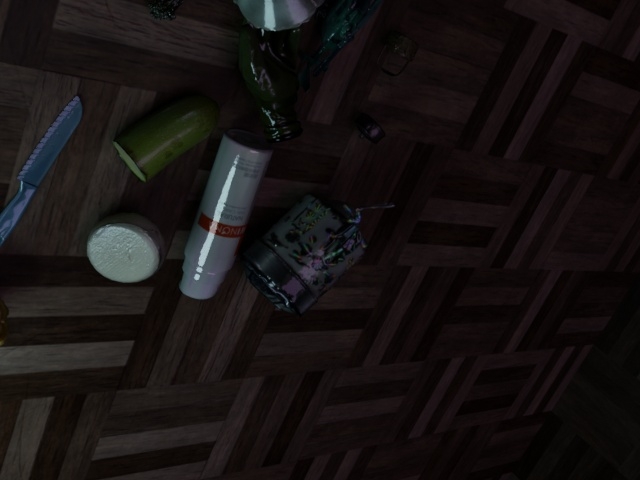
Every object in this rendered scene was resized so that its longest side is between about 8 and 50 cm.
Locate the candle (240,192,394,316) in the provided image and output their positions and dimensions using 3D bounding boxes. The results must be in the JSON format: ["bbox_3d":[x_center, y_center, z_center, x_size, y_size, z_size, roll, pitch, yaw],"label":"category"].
[{"bbox_3d":[0.000,0.000,1.613,0.330,0.187,0.187,-43,140,-7],"label":"candle"}]

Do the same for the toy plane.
[{"bbox_3d":[0.027,-0.373,1.402,0.060,0.096,0.235,12,131,-43],"label":"toy plane"}]

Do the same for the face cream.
[{"bbox_3d":[-0.189,-0.038,1.483,0.102,0.102,0.345,0,121,-41],"label":"face cream"}]

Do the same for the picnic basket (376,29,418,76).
[{"bbox_3d":[0.150,-0.365,1.532,0.072,0.072,0.083,17,111,-47],"label":"picnic basket"}]

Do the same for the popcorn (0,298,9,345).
[{"bbox_3d":[-0.605,0.140,1.231,0.194,0.163,0.140,-10,107,-2],"label":"popcorn"}]

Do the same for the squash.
[{"bbox_3d":[-0.253,-0.188,1.320,0.188,0.095,0.095,-39,140,-14],"label":"squash"}]

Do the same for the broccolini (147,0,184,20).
[{"bbox_3d":[-0.186,-0.425,1.220,0.042,0.044,0.218,44,86,-10],"label":"broccolini"}]

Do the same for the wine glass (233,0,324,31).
[{"bbox_3d":[-0.083,-0.439,1.157,0.156,0.156,0.232,-42,158,-5],"label":"wine glass"}]

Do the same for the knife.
[{"bbox_3d":[-0.470,-0.101,1.259,0.044,0.019,0.313,28,100,-46],"label":"knife"}]

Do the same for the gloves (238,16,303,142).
[{"bbox_3d":[-0.085,-0.300,1.349,0.135,0.107,0.268,-34,131,-46],"label":"gloves"}]

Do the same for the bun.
[{"bbox_3d":[-0.344,0.003,1.395,0.138,0.094,0.138,0,122,0],"label":"bun"}]

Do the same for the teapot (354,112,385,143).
[{"bbox_3d":[0.098,-0.227,1.604,0.045,0.068,0.100,-43,174,1],"label":"teapot"}]
